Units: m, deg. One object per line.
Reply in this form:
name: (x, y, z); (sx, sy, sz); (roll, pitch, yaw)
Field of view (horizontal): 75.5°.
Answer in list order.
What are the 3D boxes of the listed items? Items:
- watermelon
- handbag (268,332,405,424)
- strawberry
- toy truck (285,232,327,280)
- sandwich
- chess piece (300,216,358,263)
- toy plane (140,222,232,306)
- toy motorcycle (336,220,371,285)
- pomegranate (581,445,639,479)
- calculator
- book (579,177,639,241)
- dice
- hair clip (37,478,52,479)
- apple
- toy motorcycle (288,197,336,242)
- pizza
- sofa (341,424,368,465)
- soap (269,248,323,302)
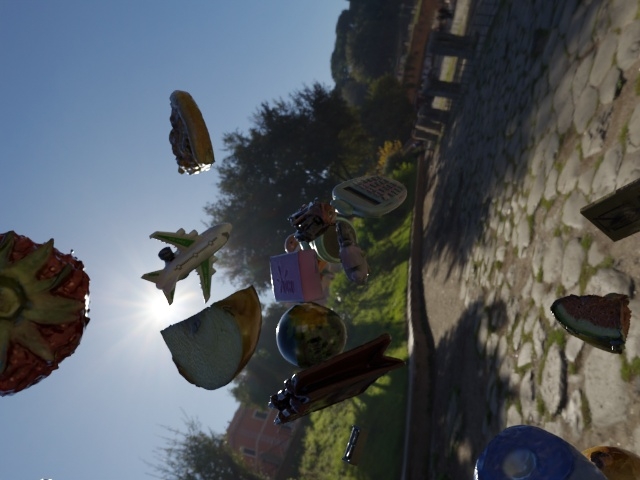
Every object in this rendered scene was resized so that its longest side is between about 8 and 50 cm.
watermelon: (-0.034, 0.357, 1.549); (0.269, 0.269, 0.269); (10, -90, -80)
handbag: (0.031, 0.328, 0.959); (0.084, 0.275, 0.260); (63, 145, 24)
strawberry: (-0.562, 0.141, 0.772); (0.343, 0.292, 0.292); (142, 146, -63)
toy truck: (-0.061, 0.064, 1.968); (0.189, 0.239, 0.265); (-56, 7, 1)
sandwich: (0.957, 0.273, 1.443); (0.212, 0.109, 0.292); (-52, 20, -17)
chess piece: (0.000, 0.000, 1.593); (0.298, 0.176, 0.175); (0, 77, 61)
toy plane: (-0.330, 0.038, 1.061); (0.255, 0.101, 0.251); (-48, -45, -24)
toy motorcycle: (0.090, 0.055, 1.120); (0.225, 0.073, 0.152); (64, -170, -53)
pomegranate: (0.843, 0.723, 1.174); (0.264, 0.264, 0.264); (10, -90, -80)
calculator: (0.146, -0.136, 1.272); (0.299, 0.185, 0.041); (-29, -42, -39)
book: (0.923, -0.095, 1.214); (0.231, 0.161, 0.026); (-43, 12, 51)
dice: (0.327, 0.373, 0.601); (0.143, 0.146, 0.146); (-36, 6, -15)
hair clip: (-0.487, 0.564, 0.687); (0.173, 0.069, 0.300); (-152, 75, -70)
apple: (-0.275, 0.244, 1.079); (0.179, 0.346, 0.254); (42, -139, -25)
toy motorcycle: (-0.020, -0.057, 1.056); (0.084, 0.118, 0.212); (51, -176, -18)
pizza: (-0.383, -0.331, 1.195); (0.258, 0.087, 0.268); (-3, 96, 61)
sofa: (0.137, 0.871, 1.768); (0.085, 0.060, 0.147); (-11, 52, 59)
soap: (-0.093, 0.133, 1.497); (0.259, 0.081, 0.181); (-12, 85, 61)
